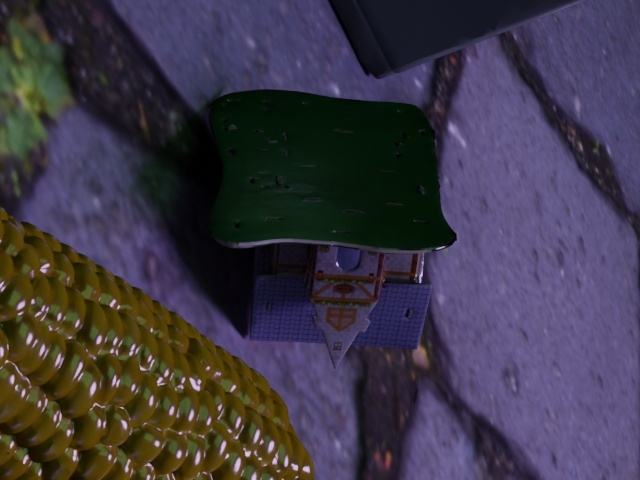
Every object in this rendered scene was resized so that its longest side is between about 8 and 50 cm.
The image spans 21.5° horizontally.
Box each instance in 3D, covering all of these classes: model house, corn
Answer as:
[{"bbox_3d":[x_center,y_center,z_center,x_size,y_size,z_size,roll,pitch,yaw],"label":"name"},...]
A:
[{"bbox_3d":[0.000,0.000,0.828,0.167,0.117,0.088,-99,-167,-61],"label":"model house"},{"bbox_3d":[-0.112,0.042,0.597,0.305,0.106,0.106,41,41,-39],"label":"corn"}]

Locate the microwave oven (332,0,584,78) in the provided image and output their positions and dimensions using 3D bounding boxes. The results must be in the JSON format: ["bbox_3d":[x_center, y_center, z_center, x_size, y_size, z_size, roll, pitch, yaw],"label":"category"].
[{"bbox_3d":[0.132,-0.261,1.056,0.181,0.237,0.295,61,35,-14],"label":"microwave oven"}]
